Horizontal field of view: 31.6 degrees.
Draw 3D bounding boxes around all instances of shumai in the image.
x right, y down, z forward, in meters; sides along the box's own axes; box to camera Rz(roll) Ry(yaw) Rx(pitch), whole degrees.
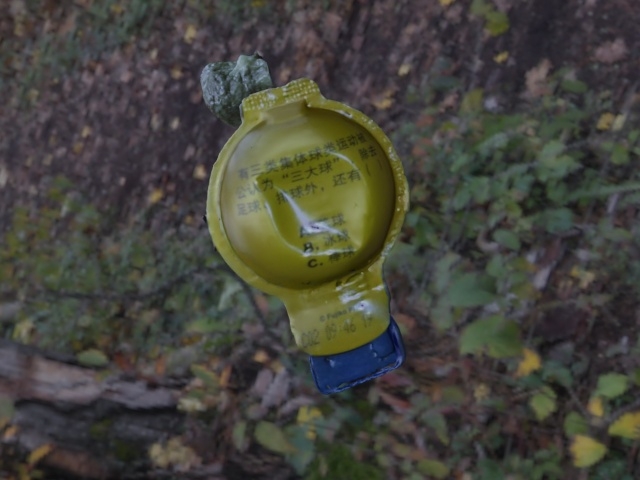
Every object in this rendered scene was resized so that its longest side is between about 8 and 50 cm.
[{"bbox_3d":[-0.094,-0.189,1.375,0.080,0.082,0.083,-22,88,36],"label":"shumai"}]

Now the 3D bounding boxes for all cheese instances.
[{"bbox_3d":[0.000,0.000,0.953,0.069,0.177,0.270,-147,38,-72],"label":"cheese"}]
